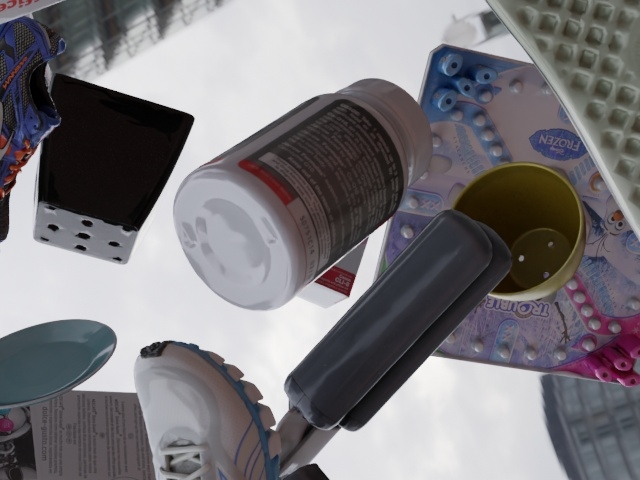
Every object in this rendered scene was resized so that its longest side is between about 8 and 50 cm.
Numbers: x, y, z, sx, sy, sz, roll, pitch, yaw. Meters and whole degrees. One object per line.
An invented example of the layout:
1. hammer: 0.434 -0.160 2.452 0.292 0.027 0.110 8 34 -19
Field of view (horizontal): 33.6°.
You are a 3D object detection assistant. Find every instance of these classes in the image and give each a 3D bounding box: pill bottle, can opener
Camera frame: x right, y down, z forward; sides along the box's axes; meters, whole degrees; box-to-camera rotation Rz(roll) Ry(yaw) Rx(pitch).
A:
1. pill bottle: -0.007 -0.059 1.128 0.283 0.161 0.161 -38 -76 -42
2. can opener: 0.028 0.112 0.685 0.095 0.283 0.076 48 -166 27

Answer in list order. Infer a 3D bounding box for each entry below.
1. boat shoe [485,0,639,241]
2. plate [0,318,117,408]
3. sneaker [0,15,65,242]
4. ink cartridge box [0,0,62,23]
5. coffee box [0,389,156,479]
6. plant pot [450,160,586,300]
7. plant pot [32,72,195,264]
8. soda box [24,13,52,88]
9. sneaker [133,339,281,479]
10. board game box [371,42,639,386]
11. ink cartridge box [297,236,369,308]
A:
1. boat shoe: 0.180 -0.188 0.613 0.500 0.186 0.156 60 -152 -11
2. plate: -0.316 0.143 1.182 0.188 0.188 0.024 -64 -34 -61
3. sneaker: -0.280 -0.097 0.950 0.083 0.087 0.221 -95 15 -72
4. ink cartridge box: -0.260 -0.246 0.760 0.148 0.203 0.086 -28 -111 -25
5. coffee box: -0.384 0.428 1.385 0.334 0.338 0.338 5 -139 -18
6. plant pot: 0.200 0.004 1.023 0.095 0.134 0.134 36 -143 -55
7. plant pot: -0.286 -0.078 1.379 0.187 0.188 0.167 16 -118 -12
8. soda box: -0.489 -0.312 1.748 0.060 0.053 0.169 -100 2 -48
9. sneaker: -0.059 0.146 0.575 0.083 0.071 0.191 -42 -65 -53
10. board game box: 0.280 -0.016 1.335 0.050 0.389 0.390 -128 49 -70
11. ink cartridge box: 0.000 0.000 1.719 0.127 0.128 0.176 23 -108 -11
